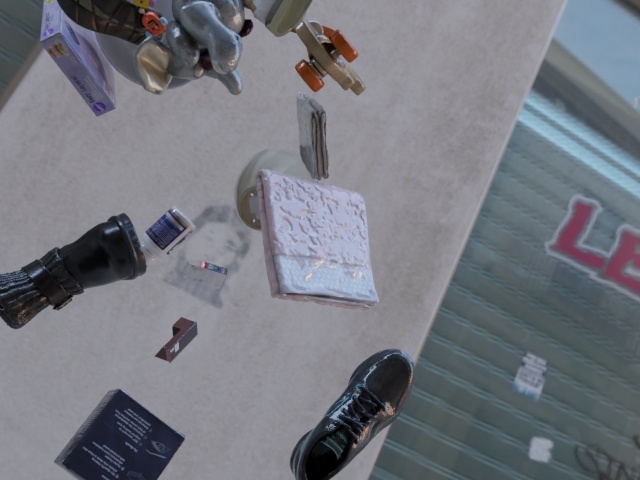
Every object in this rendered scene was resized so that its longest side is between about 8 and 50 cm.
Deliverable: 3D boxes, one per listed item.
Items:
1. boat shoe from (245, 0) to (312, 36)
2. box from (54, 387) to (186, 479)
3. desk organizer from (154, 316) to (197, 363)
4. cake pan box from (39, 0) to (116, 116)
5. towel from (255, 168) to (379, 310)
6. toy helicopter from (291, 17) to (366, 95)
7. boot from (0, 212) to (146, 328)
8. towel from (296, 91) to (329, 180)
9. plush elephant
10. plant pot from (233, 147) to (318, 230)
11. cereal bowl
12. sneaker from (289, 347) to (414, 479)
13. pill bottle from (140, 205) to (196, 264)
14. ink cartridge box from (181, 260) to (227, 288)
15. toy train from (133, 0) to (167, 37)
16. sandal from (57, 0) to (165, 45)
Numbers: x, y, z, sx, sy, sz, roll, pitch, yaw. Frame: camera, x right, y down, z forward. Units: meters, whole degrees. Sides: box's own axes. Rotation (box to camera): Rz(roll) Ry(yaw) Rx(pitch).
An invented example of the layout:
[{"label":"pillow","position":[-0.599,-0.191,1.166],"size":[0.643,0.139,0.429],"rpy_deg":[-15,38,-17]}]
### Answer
[{"label":"boat shoe","position":[-0.026,-0.486,1.118],"size":[0.103,0.302,0.113],"rpy_deg":[43,25,8]},{"label":"box","position":[-0.358,0.374,1.231],"size":[0.156,0.158,0.093],"rpy_deg":[42,-29,-14]},{"label":"desk organizer","position":[-0.381,0.260,1.814],"size":[0.050,0.130,0.047],"rpy_deg":[16,-55,19]},{"label":"cake pan box","position":[-0.640,-0.497,1.842],"size":[0.070,0.245,0.267],"rpy_deg":[-22,-42,6]},{"label":"towel","position":[0.000,0.000,1.642],"size":[0.332,0.316,0.053],"rpy_deg":[11,-28,-42]},{"label":"toy helicopter","position":[0.023,-0.474,1.790],"size":[0.235,0.140,0.355],"rpy_deg":[56,15,21]},{"label":"boot","position":[-0.510,0.067,1.366],"size":[0.348,0.260,0.131],"rpy_deg":[-21,-87,56]},{"label":"towel","position":[-0.019,-0.272,1.775],"size":[0.049,0.187,0.282],"rpy_deg":[-6,23,-8]},{"label":"plush elephant","position":[-0.236,-0.409,1.409],"size":[0.330,0.272,0.255],"rpy_deg":[29,-34,9]},{"label":"plant pot","position":[-0.148,-0.125,1.993],"size":[0.257,0.256,0.274],"rpy_deg":[26,16,0]},{"label":"cereal bowl","position":[-0.440,-0.596,1.895],"size":[0.339,0.141,0.338],"rpy_deg":[5,-56,7]},{"label":"sneaker","position":[0.056,0.285,1.067],"size":[0.101,0.267,0.106],"rpy_deg":[38,0,4]},{"label":"pill bottle","position":[-0.449,-0.011,1.974],"size":[0.094,0.169,0.094],"rpy_deg":[46,-4,4]},{"label":"ink cartridge box","position":[-0.323,0.090,1.915],"size":[0.115,0.029,0.063],"rpy_deg":[19,-50,-16]},{"label":"toy train","position":[-0.356,-0.542,1.548],"size":[0.166,0.046,0.125],"rpy_deg":[-36,-50,20]},{"label":"sandal","position":[-0.477,-0.520,1.539],"size":[0.086,0.120,0.303],"rpy_deg":[42,12,27]}]
